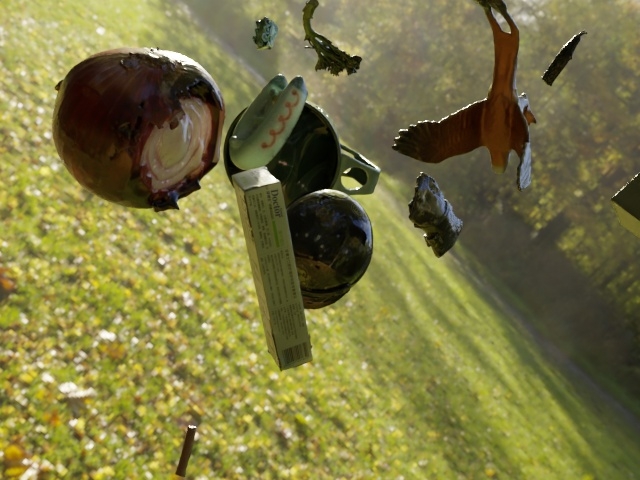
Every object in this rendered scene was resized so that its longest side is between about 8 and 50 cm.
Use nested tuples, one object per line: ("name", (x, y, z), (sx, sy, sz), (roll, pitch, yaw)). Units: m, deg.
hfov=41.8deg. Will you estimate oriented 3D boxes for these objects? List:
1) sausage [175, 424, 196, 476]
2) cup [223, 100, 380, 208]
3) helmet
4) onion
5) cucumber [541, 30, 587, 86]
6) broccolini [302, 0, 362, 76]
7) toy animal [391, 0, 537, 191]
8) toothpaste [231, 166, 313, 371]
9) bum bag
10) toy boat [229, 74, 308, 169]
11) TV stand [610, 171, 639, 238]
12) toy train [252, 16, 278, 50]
("sausage", (-0.310, 0.486, 1.935), (0.026, 0.116, 0.026), (11, -18, 4))
("cup", (-0.056, -0.225, 2.357), (0.401, 0.310, 0.392), (47, 13, -6))
("helmet", (0.000, 0.000, 1.824), (0.230, 0.279, 0.160), (27, -27, 8))
("onion", (-0.364, -0.233, 1.639), (0.341, 0.341, 0.341), (40, 12, -10))
("cucumber", (0.634, -0.476, 2.173), (0.043, 0.163, 0.039), (11, 29, -52))
("broccolini", (0.023, -0.437, 1.837), (0.123, 0.062, 0.271), (6, -18, 13))
("toy animal", (0.294, -0.251, 1.423), (0.225, 0.284, 0.302), (17, 14, 27))
("toothpaste", (-0.076, 0.051, 1.364), (0.081, 0.067, 0.336), (-134, -149, -59))
("bum bag", (0.244, -0.046, 1.785), (0.248, 0.069, 0.102), (43, 52, -48))
("toy boat", (-0.110, -0.232, 1.602), (0.079, 0.208, 0.134), (33, -4, -36))
("TV stand", (0.556, -0.114, 1.219), (0.083, 0.269, 0.088), (46, 3, 40))
("toy train", (-0.122, -0.455, 1.859), (0.053, 0.033, 0.083), (44, 46, -49))
